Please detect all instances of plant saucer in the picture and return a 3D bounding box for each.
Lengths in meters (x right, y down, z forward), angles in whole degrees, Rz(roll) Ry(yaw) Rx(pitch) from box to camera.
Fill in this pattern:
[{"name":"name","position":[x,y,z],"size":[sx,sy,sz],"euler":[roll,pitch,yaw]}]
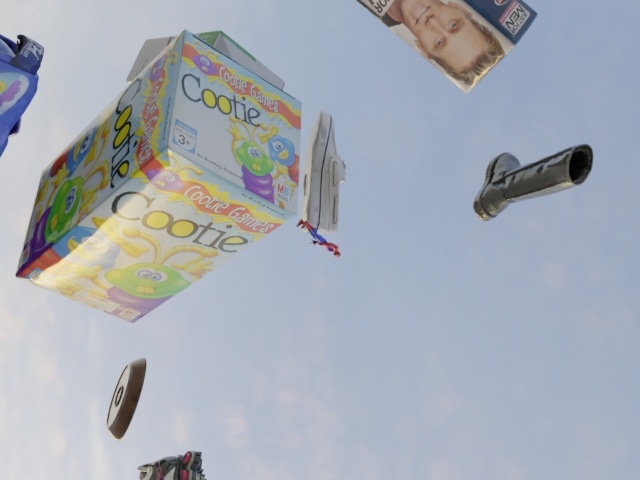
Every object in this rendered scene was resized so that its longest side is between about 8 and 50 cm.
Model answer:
[{"name":"plant saucer","position":[-0.380,0.305,1.620],"size":[0.168,0.029,0.168],"euler":[-53,-154,39]}]

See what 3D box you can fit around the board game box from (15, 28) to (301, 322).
[{"name":"board game box","position":[-0.161,-0.048,0.824],"size":[0.275,0.144,0.142],"euler":[-32,-136,38]}]

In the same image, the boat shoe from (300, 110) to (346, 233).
[{"name":"boat shoe","position":[0.015,-0.145,1.813],"size":[0.096,0.088,0.267],"euler":[156,-60,-70]}]

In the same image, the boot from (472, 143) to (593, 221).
[{"name":"boot","position":[0.376,-0.124,1.454],"size":[0.208,0.076,0.189],"euler":[-35,-159,47]}]

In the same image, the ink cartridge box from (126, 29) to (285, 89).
[{"name":"ink cartridge box","position":[-0.258,-0.351,1.847],"size":[0.289,0.211,0.121],"euler":[10,-107,46]}]

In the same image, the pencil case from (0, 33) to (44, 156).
[{"name":"pencil case","position":[-0.309,-0.030,0.602],"size":[0.119,0.133,0.306],"euler":[35,-77,35]}]

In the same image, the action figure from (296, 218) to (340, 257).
[{"name":"action figure","position":[0.000,0.000,1.705],"size":[0.030,0.115,0.038],"euler":[-59,-153,-11]}]

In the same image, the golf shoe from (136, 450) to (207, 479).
[{"name":"golf shoe","position":[-0.260,0.465,1.393],"size":[0.273,0.120,0.105],"euler":[-97,-176,-67]}]

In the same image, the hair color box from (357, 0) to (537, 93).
[{"name":"hair color box","position":[0.202,-0.449,1.534],"size":[0.105,0.347,0.174],"euler":[-53,-177,-30]}]
